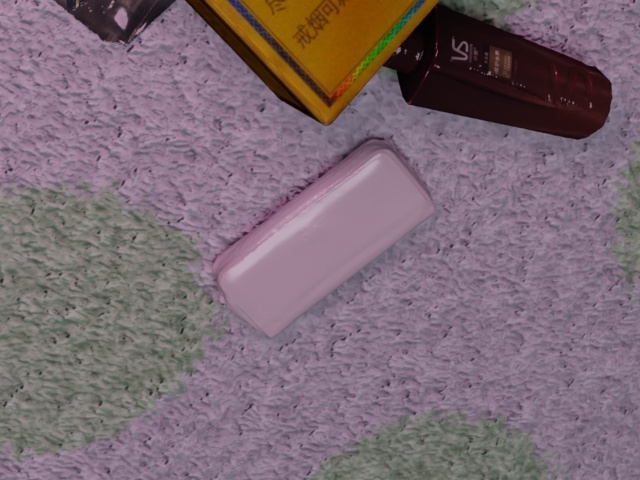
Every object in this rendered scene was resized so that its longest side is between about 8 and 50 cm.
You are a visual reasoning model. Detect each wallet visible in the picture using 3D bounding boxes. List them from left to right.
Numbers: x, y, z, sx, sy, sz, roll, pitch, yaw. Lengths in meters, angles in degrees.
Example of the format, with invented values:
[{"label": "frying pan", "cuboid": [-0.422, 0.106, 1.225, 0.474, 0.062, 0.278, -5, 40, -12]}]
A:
[{"label": "wallet", "cuboid": [0.000, 0.000, 1.359, 0.190, 0.033, 0.095, -36, 125, 6]}]

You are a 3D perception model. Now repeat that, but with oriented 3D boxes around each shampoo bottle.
[{"label": "shampoo bottle", "cuboid": [0.114, -0.135, 1.289, 0.236, 0.068, 0.067, 13, 138, -27]}]

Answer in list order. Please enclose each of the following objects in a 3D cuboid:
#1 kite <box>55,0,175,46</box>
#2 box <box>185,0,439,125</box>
[{"label": "kite", "cuboid": [-0.189, -0.227, 1.147, 0.245, 0.015, 0.141, 23, 116, -32]}, {"label": "box", "cuboid": [-0.037, -0.247, 1.110, 0.193, 0.084, 0.301, -49, 124, -5]}]
